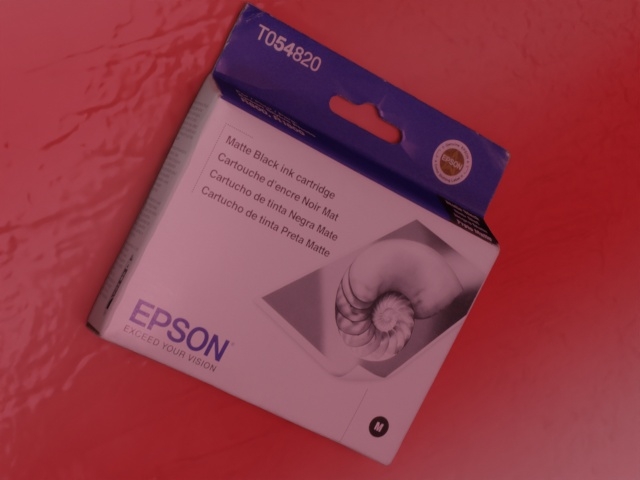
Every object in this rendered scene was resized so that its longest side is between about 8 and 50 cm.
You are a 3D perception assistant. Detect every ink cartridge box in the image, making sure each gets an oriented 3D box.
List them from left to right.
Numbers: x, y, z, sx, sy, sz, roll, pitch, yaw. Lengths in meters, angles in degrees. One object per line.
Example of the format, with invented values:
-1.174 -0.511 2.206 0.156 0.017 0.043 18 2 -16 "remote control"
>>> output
0.000 0.000 1.018 0.223 0.045 0.224 26 88 -25 "ink cartridge box"
